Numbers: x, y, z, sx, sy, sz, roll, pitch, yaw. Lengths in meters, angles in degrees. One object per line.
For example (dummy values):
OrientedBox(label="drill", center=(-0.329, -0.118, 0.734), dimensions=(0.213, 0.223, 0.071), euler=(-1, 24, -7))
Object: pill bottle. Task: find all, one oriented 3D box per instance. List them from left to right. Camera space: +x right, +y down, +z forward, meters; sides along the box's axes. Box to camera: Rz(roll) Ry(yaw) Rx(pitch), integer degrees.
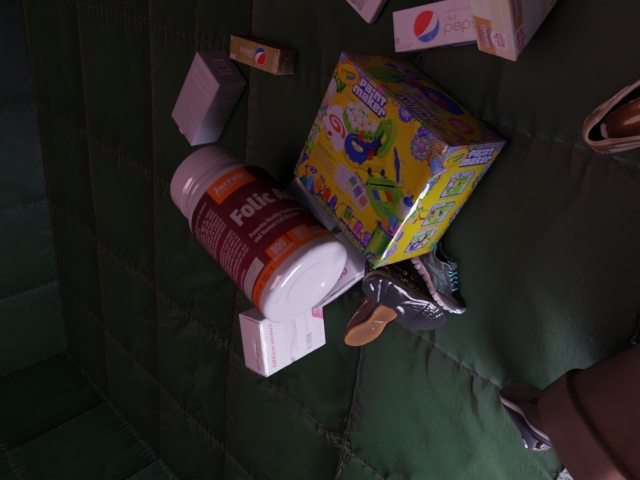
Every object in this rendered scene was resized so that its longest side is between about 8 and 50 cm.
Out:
OrientedBox(label="pill bottle", center=(-0.148, -0.029, 1.121), dimensions=(0.392, 0.224, 0.224), euler=(43, 131, 26))

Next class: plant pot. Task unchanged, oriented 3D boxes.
OrientedBox(label="plant pot", center=(0.530, 0.252, 0.707), dimensions=(0.323, 0.323, 0.280), euler=(45, 114, 23))

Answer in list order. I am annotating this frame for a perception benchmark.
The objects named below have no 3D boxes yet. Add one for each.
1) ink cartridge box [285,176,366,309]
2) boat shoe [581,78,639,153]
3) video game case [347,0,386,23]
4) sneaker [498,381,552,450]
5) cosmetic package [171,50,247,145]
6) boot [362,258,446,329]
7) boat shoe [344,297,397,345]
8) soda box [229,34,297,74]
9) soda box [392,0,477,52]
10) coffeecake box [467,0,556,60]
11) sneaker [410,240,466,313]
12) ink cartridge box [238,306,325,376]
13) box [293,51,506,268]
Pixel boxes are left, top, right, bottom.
OrientedBox(label="ink cartridge box", center=(0.000, 0.000, 1.230), dimensions=(0.197, 0.114, 0.273), euler=(-43, 73, 44))
OrientedBox(label="boat shoe", center=(0.503, -0.197, 0.670), dimensions=(0.302, 0.103, 0.113), euler=(-32, 82, 46))
OrientedBox(label="video game case", center=(0.078, -0.581, 0.984), dimensions=(0.227, 0.026, 0.206), euler=(53, 139, 16))
OrientedBox(label="sneaker", center=(0.420, 0.347, 0.931), dimensions=(0.118, 0.083, 0.222), euler=(63, 178, -5))
OrientedBox(label="cosmetic package", center=(-0.311, -0.388, 1.399), dimensions=(0.127, 0.107, 0.238), euler=(56, 138, 12))
OrientedBox(label="boot", center=(0.177, 0.077, 1.100), dimensions=(0.085, 0.236, 0.179), euler=(-38, 34, 29))
OrientedBox(label="boat shoe", center=(0.123, 0.180, 1.219), dimensions=(0.207, 0.073, 0.073), euler=(-50, 32, 39))
OrientedBox(label="soda box", center=(-0.141, -0.452, 1.233), dimensions=(0.181, 0.061, 0.058), euler=(31, 124, 33))
OrientedBox(label="soda box", center=(0.234, -0.380, 0.890), dimensions=(0.216, 0.069, 0.074), euler=(9, 111, 43))
OrientedBox(label="coffeecake box", center=(0.293, -0.380, 0.719), dimensions=(0.068, 0.142, 0.186), euler=(33, 87, 31))
OrientedBox(label="sneaker", center=(0.256, 0.072, 1.048), dimensions=(0.076, 0.065, 0.166), euler=(-42, 77, 40))
OrientedBox(label="ink cartridge box", center=(-0.097, 0.236, 1.340), dimensions=(0.092, 0.217, 0.159), euler=(10, 112, 42))
OrientedBox(label="box", center=(0.131, -0.156, 0.970), dimensions=(0.290, 0.177, 0.279), euler=(52, 135, 29))
